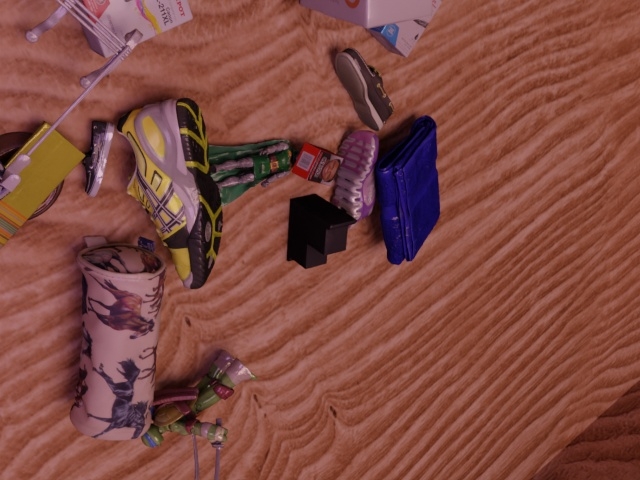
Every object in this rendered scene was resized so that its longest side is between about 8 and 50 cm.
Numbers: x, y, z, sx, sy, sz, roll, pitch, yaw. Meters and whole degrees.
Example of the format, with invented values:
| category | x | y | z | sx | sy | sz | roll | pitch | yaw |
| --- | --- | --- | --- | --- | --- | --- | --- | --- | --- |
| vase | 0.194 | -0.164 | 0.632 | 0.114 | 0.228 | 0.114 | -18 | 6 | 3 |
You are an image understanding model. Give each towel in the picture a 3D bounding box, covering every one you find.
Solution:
| category | x | y | z | sx | sy | sz | roll | pitch | yaw |
| --- | --- | --- | --- | --- | --- | --- | --- | --- | --- |
| towel | -0.515 | -0.087 | 1.390 | 0.237 | 0.021 | 0.102 | -49 | 138 | -6 |
| towel | 0.222 | -0.111 | 1.921 | 0.227 | 0.076 | 0.308 | -48 | 145 | -33 |

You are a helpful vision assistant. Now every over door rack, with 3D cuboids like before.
| category | x | y | z | sx | sy | sz | roll | pitch | yaw |
| --- | --- | --- | --- | --- | --- | --- | --- | --- | --- |
| over door rack | -0.472 | -0.280 | 1.259 | 0.239 | 0.108 | 0.324 | 42 | 88 | -28 |

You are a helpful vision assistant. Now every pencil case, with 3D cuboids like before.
| category | x | y | z | sx | sy | sz | roll | pitch | yaw |
| --- | --- | --- | --- | --- | --- | --- | --- | --- | --- |
| pencil case | -0.396 | 0.198 | 1.579 | 0.160 | 0.183 | 0.410 | -6 | 120 | -32 |

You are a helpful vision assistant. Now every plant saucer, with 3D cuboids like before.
| category | x | y | z | sx | sy | sz | roll | pitch | yaw |
| --- | --- | --- | --- | --- | --- | --- | --- | --- | --- |
| plant saucer | -0.520 | -0.104 | 1.410 | 0.168 | 0.029 | 0.168 | -19 | 124 | -31 |

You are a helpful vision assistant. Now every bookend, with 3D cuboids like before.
| category | x | y | z | sx | sy | sz | roll | pitch | yaw |
| --- | --- | --- | --- | --- | --- | --- | --- | --- | --- |
| bookend | 0.000 | 0.000 | 1.801 | 0.072 | 0.157 | 0.156 | -14 | 121 | -33 |

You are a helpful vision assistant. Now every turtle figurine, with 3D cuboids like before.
| category | x | y | z | sx | sy | sz | roll | pitch | yaw |
| --- | --- | --- | --- | --- | --- | --- | --- | --- | --- |
| turtle figurine | -0.243 | 0.395 | 1.804 | 0.266 | 0.274 | 0.198 | -47 | 168 | -14 |

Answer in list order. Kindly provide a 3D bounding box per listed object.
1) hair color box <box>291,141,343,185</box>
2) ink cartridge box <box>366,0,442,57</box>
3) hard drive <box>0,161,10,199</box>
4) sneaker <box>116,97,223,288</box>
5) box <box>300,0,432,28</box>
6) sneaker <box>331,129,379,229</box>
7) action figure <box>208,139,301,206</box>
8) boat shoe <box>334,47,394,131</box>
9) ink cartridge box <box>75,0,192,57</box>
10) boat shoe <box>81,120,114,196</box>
| category | x | y | z | sx | sy | sz | roll | pitch | yaw |
| --- | --- | --- | --- | --- | --- | --- | --- | --- | --- |
| hair color box | -0.005 | -0.162 | 1.746 | 0.072 | 0.043 | 0.141 | -64 | 161 | 9 |
| ink cartridge box | 0.186 | -0.498 | 1.740 | 0.104 | 0.060 | 0.180 | 30 | 93 | -44 |
| hard drive | -0.632 | -0.081 | 1.279 | 0.254 | 0.054 | 0.172 | -36 | 112 | -15 |
| sneaker | -0.280 | -0.085 | 1.551 | 0.147 | 0.145 | 0.385 | 0 | 116 | 9 |
| box | 0.087 | -0.592 | 1.498 | 0.168 | 0.215 | 0.345 | -19 | 125 | -31 |
| sneaker | 0.094 | -0.142 | 1.851 | 0.104 | 0.095 | 0.236 | -15 | 127 | -41 |
| action figure | -0.126 | -0.154 | 1.683 | 0.232 | 0.063 | 0.137 | -21 | 122 | -34 |
| boat shoe | 0.098 | -0.334 | 1.751 | 0.069 | 0.081 | 0.228 | -46 | 141 | -13 |
| ink cartridge box | -0.319 | -0.405 | 1.372 | 0.175 | 0.072 | 0.127 | -32 | 129 | -21 |
| boat shoe | -0.406 | -0.148 | 1.469 | 0.040 | 0.049 | 0.142 | 12 | 105 | -23 |
